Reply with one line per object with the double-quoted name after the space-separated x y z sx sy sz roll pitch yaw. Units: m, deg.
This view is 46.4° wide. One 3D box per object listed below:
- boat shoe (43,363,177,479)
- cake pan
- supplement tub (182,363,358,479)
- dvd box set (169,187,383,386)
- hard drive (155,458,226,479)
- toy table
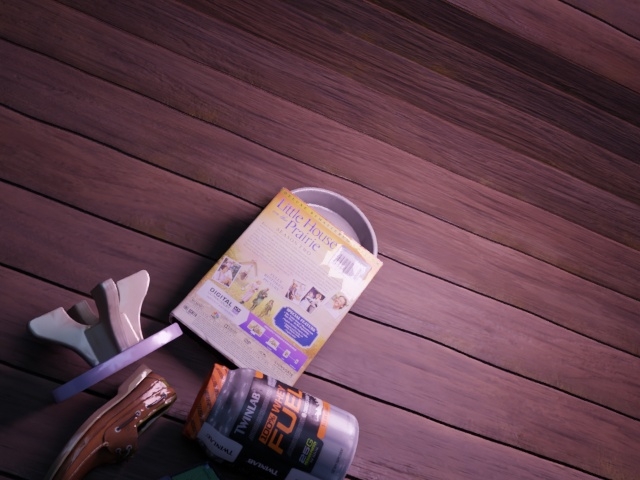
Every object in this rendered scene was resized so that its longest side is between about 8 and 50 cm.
-0.388 0.368 1.407 0.104 0.110 0.307 37 51 3 "boat shoe"
0.000 0.000 1.872 0.293 0.054 0.293 12 54 -17 "cake pan"
-0.100 0.378 1.483 0.316 0.193 0.193 25 51 -8 "supplement tub"
-0.092 0.115 1.698 0.308 0.062 0.420 37 62 2 "dvd box set"
-0.219 0.554 1.299 0.237 0.064 0.339 -15 38 -33 "hard drive"
-0.421 0.178 1.451 0.274 0.252 0.160 -27 89 -47 "toy table"
